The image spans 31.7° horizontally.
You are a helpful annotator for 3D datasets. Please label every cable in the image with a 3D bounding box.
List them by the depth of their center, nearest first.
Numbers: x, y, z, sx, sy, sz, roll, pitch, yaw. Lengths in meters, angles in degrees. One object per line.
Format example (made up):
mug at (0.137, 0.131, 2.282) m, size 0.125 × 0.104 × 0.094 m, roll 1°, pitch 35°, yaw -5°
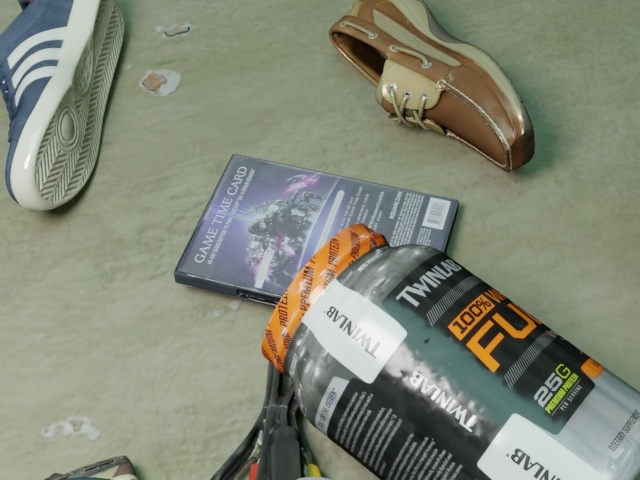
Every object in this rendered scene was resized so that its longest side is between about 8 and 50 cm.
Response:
cable at (-0.043, 0.204, 1.126) m, size 0.140 × 0.072 × 0.287 m, roll -7°, pitch 43°, yaw 7°

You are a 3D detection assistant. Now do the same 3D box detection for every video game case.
video game case at (0.000, 0.000, 1.253) m, size 0.274 × 0.026 × 0.196 m, roll 12°, pitch 49°, yaw 11°

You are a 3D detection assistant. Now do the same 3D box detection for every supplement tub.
supplement tub at (0.123, 0.144, 1.037) m, size 0.338 × 0.207 × 0.207 m, roll 36°, pitch 64°, yaw 17°

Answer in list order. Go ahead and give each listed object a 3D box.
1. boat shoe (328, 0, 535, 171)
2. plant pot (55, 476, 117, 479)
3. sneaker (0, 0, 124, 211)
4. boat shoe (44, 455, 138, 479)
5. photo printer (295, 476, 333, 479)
boat shoe at (0.124, -0.183, 1.343) m, size 0.120 × 0.122 × 0.324 m, roll -31°, pitch 51°, yaw -12°
plant pot at (-0.193, 0.307, 0.895) m, size 0.272 × 0.255 × 0.271 m, roll 2°, pitch 65°, yaw -4°
sneaker at (-0.344, -0.175, 1.353) m, size 0.148 × 0.131 × 0.350 m, roll -1°, pitch 49°, yaw 10°
boat shoe at (-0.251, 0.251, 1.092) m, size 0.152 × 0.056 × 0.049 m, roll -14°, pitch 45°, yaw -11°
photo printer at (0.061, 0.369, 0.890) m, size 0.256 × 0.107 × 0.307 m, roll 14°, pitch 91°, yaw 18°
